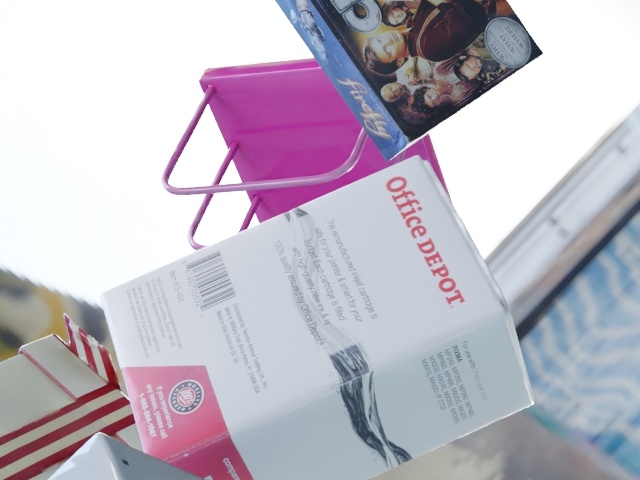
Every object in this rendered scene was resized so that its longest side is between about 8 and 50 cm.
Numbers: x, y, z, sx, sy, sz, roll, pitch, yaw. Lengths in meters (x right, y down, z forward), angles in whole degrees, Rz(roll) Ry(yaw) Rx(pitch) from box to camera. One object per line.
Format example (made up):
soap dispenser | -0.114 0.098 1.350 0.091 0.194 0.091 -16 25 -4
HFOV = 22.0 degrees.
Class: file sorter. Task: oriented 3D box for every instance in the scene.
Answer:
file sorter | 0.000 0.000 1.531 0.182 0.202 0.290 -67 -35 -45

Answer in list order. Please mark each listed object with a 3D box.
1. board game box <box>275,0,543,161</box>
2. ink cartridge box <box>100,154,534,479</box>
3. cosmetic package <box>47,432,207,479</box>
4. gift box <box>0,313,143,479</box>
board game box | 0.048 -0.205 1.309 0.243 0.165 0.042 55 150 -1
ink cartridge box | -0.004 0.069 1.064 0.172 0.237 0.100 -115 1 -48
cosmetic package | -0.119 0.271 0.885 0.138 0.225 0.224 36 -163 -49
gift box | -0.284 0.244 1.581 0.276 0.255 0.258 43 -140 23
